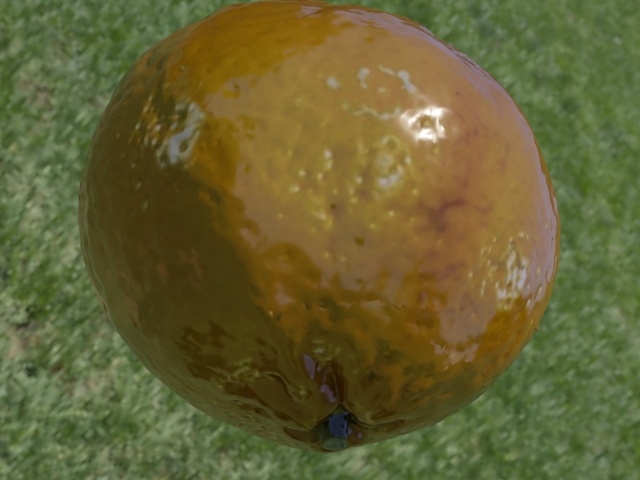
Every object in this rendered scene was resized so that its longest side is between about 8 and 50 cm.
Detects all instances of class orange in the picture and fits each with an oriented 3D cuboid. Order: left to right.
[{"bbox_3d":[-0.001,-0.003,0.479,0.177,0.177,0.155,38,60,-21],"label":"orange"}]
